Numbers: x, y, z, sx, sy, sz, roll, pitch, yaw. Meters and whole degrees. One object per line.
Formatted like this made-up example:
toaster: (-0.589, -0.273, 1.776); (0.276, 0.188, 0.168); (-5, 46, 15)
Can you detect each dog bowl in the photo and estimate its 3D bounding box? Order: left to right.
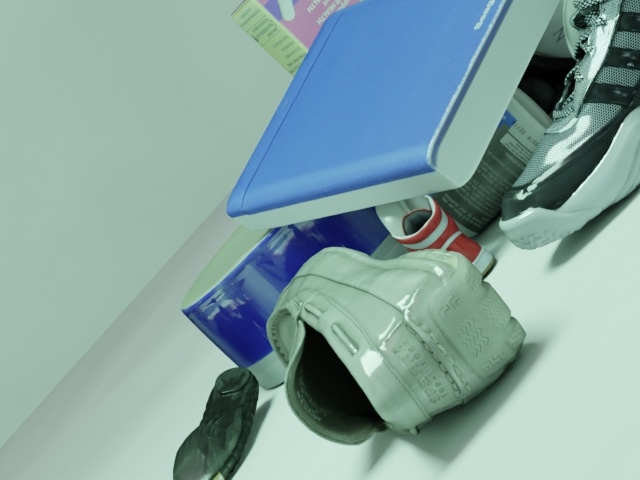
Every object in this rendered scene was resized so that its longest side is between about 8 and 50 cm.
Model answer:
dog bowl: (0.000, 0.000, 1.763); (0.265, 0.104, 0.265); (-47, 8, 8)

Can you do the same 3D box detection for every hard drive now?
hard drive: (0.054, -0.117, 1.538); (0.318, 0.040, 0.210); (-11, 48, 61)

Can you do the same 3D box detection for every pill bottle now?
pill bottle: (0.111, -0.051, 1.492); (0.137, 0.078, 0.078); (-46, 7, 14)

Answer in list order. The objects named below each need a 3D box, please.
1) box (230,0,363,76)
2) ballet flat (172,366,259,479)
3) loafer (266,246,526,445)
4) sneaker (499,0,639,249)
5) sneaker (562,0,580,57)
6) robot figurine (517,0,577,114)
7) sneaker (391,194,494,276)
box: (0.075, -0.225, 1.977); (0.213, 0.243, 0.117); (-48, 7, -11)
ballet flat: (-0.078, 0.165, 1.633); (0.057, 0.049, 0.173); (-9, 27, 19)
loafer: (0.019, 0.070, 1.250); (0.111, 0.112, 0.319); (-41, 6, -16)
sneaker: (0.174, -0.130, 1.246); (0.268, 0.153, 0.101); (-48, 7, -2)
sneaker: (0.267, -0.214, 1.351); (0.281, 0.105, 0.115); (-46, 11, 27)
robot figurine: (0.149, -0.201, 1.679); (0.173, 0.209, 0.278); (-37, 0, -32)
sneaker: (0.080, 0.002, 1.426); (0.042, 0.067, 0.118); (-51, 8, -9)
